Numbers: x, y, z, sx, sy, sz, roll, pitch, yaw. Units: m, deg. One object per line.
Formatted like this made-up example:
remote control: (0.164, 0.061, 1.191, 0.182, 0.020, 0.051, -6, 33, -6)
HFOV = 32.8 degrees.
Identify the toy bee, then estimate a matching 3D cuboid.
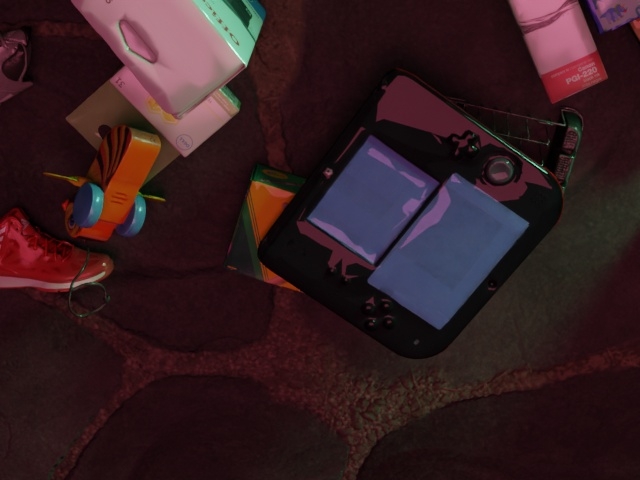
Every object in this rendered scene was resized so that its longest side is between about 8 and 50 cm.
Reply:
toy bee: (-0.361, -0.060, 1.711, 0.298, 0.162, 0.195, -50, 131, 0)

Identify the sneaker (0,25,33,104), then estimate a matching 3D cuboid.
sneaker: (-0.512, -0.318, 1.650, 0.132, 0.086, 0.229, -23, 121, 7)

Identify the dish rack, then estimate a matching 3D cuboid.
dish rack: (0.263, -0.123, 1.704, 0.271, 0.074, 0.208, 12, 113, -1)

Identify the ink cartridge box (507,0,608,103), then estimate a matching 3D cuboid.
ink cartridge box: (0.323, -0.329, 1.559, 0.092, 0.158, 0.218, -24, 111, 14)

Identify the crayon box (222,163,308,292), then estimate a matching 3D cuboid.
crayon box: (0.000, 0.000, 1.762, 0.278, 0.081, 0.165, 17, 114, -5)

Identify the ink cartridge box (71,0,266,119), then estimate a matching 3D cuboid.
ink cartridge box: (-0.200, -0.328, 1.500, 0.129, 0.307, 0.223, -35, 109, 16)

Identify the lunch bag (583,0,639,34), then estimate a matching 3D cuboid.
lunch bag: (0.428, -0.388, 1.551, 0.129, 0.096, 0.151, -24, 88, 15)

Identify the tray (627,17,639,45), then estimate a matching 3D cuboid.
tray: (0.672, -0.360, 1.579, 0.411, 0.076, 0.203, -32, 109, 16)

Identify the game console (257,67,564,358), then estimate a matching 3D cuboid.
game console: (0.139, -0.024, 1.665, 0.342, 0.060, 0.386, 32, 112, -13)

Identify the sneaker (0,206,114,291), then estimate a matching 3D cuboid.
sneaker: (-0.456, 0.011, 1.786, 0.221, 0.087, 0.128, -4, 115, 3)

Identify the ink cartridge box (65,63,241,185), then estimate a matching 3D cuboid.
ink cartridge box: (-0.266, -0.198, 1.702, 0.235, 0.056, 0.171, -39, 108, 15)
